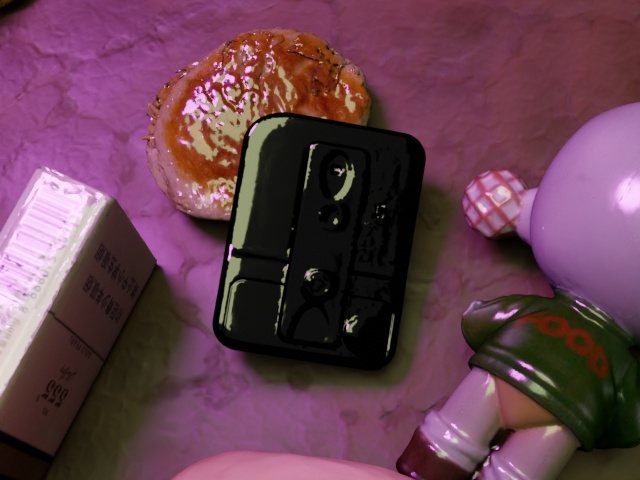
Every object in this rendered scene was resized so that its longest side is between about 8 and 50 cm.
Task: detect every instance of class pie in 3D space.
[{"bbox_3d":[-0.049,-0.094,0.943,0.193,0.079,0.163,-37,80,-10],"label":"pie"}]

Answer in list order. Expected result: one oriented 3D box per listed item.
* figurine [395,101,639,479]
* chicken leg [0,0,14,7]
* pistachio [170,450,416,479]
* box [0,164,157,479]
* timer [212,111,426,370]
[{"bbox_3d":[0.203,0.046,0.825,0.281,0.167,0.370,37,87,20],"label":"figurine"},{"bbox_3d":[-0.404,-0.393,1.058,0.202,0.152,0.429,-15,62,-13],"label":"chicken leg"},{"bbox_3d":[0.011,0.256,0.743,0.309,0.230,0.229,6,71,26],"label":"pistachio"},{"bbox_3d":[-0.221,0.091,0.847,0.071,0.168,0.259,24,74,11],"label":"box"},{"bbox_3d":[0.000,0.000,0.883,0.144,0.055,0.187,9,87,-6],"label":"timer"}]
